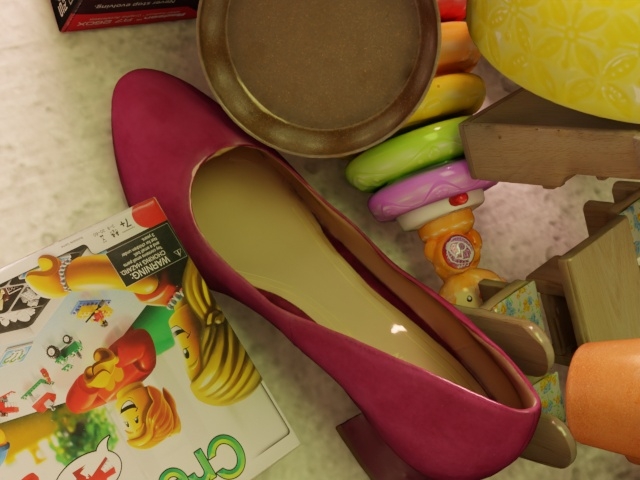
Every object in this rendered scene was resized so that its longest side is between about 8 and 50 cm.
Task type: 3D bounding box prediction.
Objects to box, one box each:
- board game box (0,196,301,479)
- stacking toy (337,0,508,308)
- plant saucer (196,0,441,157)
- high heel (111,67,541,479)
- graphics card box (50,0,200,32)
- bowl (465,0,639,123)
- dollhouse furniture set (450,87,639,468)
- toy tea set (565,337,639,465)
[{"bbox_3d":[-0.174,0.117,0.739,0.305,0.053,0.193,-30,88,-40],"label":"board game box"},{"bbox_3d":[0.071,-0.069,0.935,0.175,0.166,0.301,-16,84,-26],"label":"stacking toy"},{"bbox_3d":[0.000,-0.141,0.848,0.168,0.168,0.029,39,19,-1],"label":"plant saucer"},{"bbox_3d":[0.000,0.000,0.832,0.127,0.181,0.377,-38,84,-32],"label":"high heel"},{"bbox_3d":[-0.037,-0.261,0.836,0.233,0.371,0.094,-11,79,-28],"label":"graphics card box"},{"bbox_3d":[0.238,-0.216,0.804,0.290,0.156,0.289,-4,39,3],"label":"bowl"},{"bbox_3d":[0.213,0.015,0.872,0.212,0.161,0.242,-31,115,-33],"label":"dollhouse furniture set"},{"bbox_3d":[0.254,0.168,0.794,0.336,0.124,0.200,31,65,-58],"label":"toy tea set"}]
